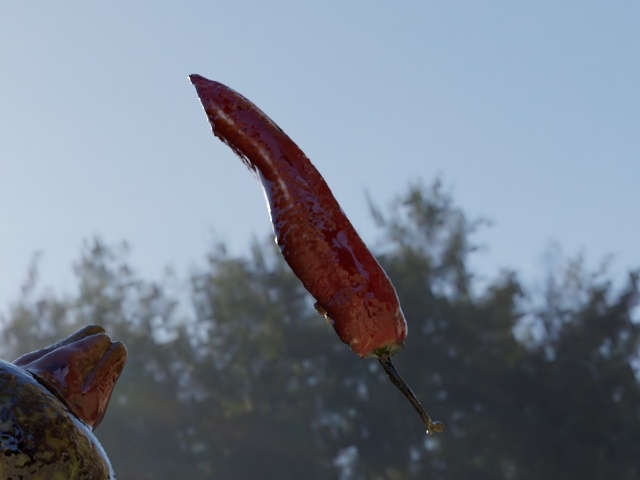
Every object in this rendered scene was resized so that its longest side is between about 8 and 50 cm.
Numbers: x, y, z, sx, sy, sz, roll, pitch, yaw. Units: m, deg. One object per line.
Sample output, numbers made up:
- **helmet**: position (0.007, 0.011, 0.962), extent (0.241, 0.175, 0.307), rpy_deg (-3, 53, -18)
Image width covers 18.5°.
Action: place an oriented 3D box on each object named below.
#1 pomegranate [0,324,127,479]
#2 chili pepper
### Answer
- **pomegranate**: position (-0.224, 0.155, 1.406), extent (0.248, 0.214, 0.214), rpy_deg (-48, -8, -32)
- **chili pepper**: position (0.000, 0.000, 1.169), extent (0.050, 0.268, 0.059), rpy_deg (-37, -15, 23)
